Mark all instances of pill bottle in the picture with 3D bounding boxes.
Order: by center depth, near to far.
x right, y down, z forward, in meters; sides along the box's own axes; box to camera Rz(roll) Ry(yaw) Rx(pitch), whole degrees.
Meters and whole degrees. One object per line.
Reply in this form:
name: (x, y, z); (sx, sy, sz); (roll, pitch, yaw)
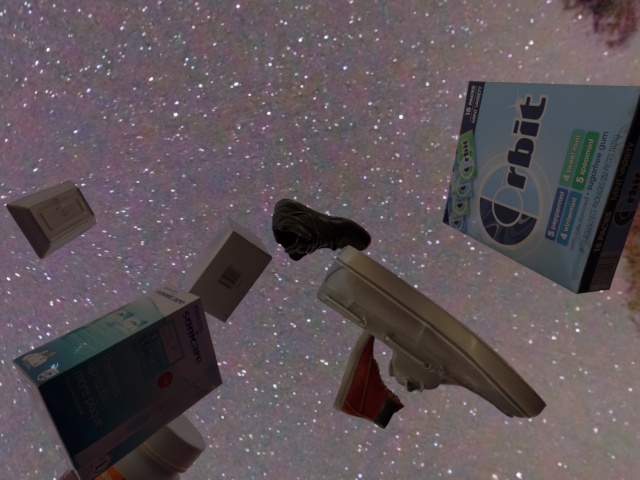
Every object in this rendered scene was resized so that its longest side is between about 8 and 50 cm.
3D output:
pill bottle: (-0.459, 0.560, 0.942); (0.392, 0.224, 0.224); (-48, -59, -16)

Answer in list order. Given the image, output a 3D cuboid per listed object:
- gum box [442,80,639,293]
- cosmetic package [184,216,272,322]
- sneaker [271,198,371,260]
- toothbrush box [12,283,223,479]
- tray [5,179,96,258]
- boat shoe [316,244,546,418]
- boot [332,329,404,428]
gum box: (0.196, -0.063, 0.397); (0.041, 0.184, 0.157); (-3, -69, -20)
cosmetic package: (-0.272, 0.073, 1.225); (0.138, 0.224, 0.224); (36, -90, -19)
sneaker: (0.000, 0.000, 0.921); (0.227, 0.087, 0.130); (20, -136, -12)
toothbrush box: (-0.352, 0.247, 0.794); (0.295, 0.126, 0.217); (-29, -59, -44)
tray: (-0.669, -0.068, 1.099); (0.030, 0.270, 0.145); (-21, -71, 7)
boat shoe: (0.092, 0.097, 0.407); (0.081, 0.227, 0.079); (-54, -22, 4)
boot: (0.155, 0.366, 1.155); (0.088, 0.176, 0.244); (95, -164, -62)
